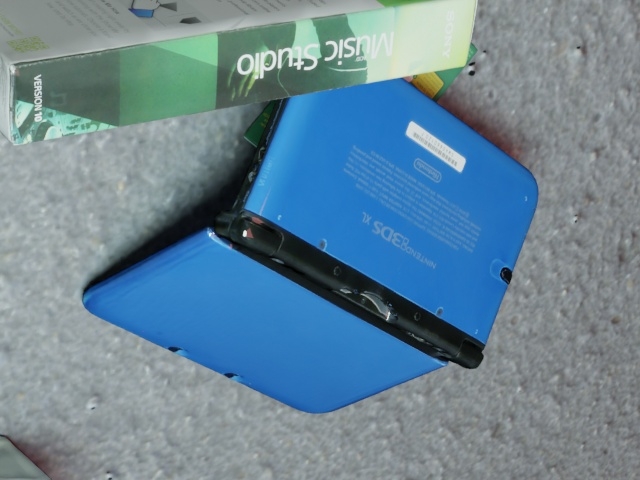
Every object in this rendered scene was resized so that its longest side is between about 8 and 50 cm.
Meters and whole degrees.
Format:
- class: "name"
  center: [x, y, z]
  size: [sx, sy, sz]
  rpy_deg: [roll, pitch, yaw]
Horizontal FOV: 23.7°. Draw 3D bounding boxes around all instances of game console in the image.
- class: "game console"
  center: [0.000, 0.000, 1.230]
  size: [0.293, 0.173, 0.250]
  rpy_deg: [30, 77, -41]

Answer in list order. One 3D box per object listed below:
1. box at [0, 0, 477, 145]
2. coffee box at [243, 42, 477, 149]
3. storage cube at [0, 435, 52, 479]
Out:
- class: "box"
  center: [-0.094, -0.156, 0.994]
  size: [0.322, 0.232, 0.058]
  rpy_deg: [-14, 125, -28]
- class: "coffee box"
  center: [0.033, -0.119, 1.227]
  size: [0.184, 0.040, 0.113]
  rpy_deg: [-52, 133, -1]
- class: "storage cube"
  center: [-0.290, 0.257, 1.090]
  size: [0.183, 0.215, 0.193]
  rpy_deg: [8, 102, -37]
